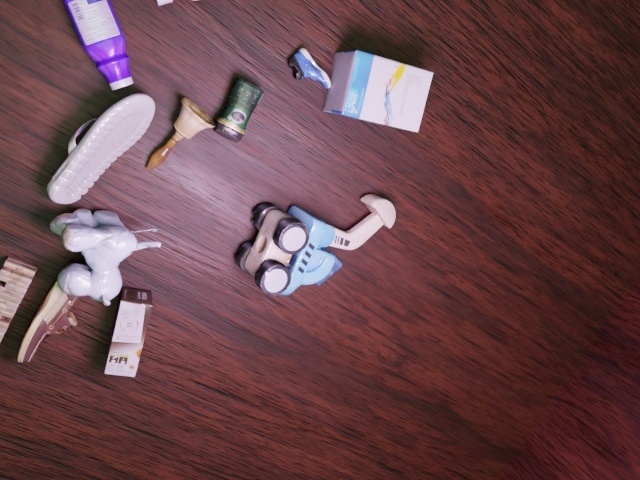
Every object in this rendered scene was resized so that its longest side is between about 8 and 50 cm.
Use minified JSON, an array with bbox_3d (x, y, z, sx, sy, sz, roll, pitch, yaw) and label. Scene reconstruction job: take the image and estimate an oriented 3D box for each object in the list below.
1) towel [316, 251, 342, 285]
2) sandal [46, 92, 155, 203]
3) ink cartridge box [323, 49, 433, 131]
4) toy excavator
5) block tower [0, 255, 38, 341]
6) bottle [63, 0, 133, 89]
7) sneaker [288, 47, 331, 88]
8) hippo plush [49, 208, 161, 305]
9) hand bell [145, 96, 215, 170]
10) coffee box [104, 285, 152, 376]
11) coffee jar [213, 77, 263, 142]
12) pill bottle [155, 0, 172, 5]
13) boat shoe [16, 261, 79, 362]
[{"bbox_3d":[0.017,0.103,2.094,0.119,0.029,0.067,-41,113,-4],"label":"towel"},{"bbox_3d":[-0.658,-0.286,1.716,0.102,0.169,0.416,43,89,16],"label":"sandal"},{"bbox_3d":[0.181,-0.475,1.889,0.270,0.198,0.197,9,102,-20],"label":"ink cartridge box"},{"bbox_3d":[0.000,0.000,1.988,0.445,0.222,0.433,20,98,-36],"label":"toy excavator"},{"bbox_3d":[-0.970,0.219,1.770,0.097,0.091,0.335,25,96,-22],"label":"block tower"},{"bbox_3d":[-0.612,-0.569,1.658,0.118,0.092,0.282,-23,111,-10],"label":"bottle"},{"bbox_3d":[-0.040,-0.526,1.876,0.084,0.058,0.152,-45,109,-8],"label":"sneaker"},{"bbox_3d":[-0.657,0.052,1.756,0.294,0.234,0.236,8,109,-25],"label":"hippo plush"},{"bbox_3d":[-0.447,-0.303,1.798,0.126,0.126,0.242,40,102,-24],"label":"hand bell"},{"bbox_3d":[-0.611,0.288,1.880,0.098,0.141,0.246,12,102,-21],"label":"coffee box"},{"bbox_3d":[-0.257,-0.402,1.831,0.096,0.079,0.184,25,96,-25],"label":"coffee jar"},{"bbox_3d":[-0.309,-0.791,1.631,0.363,0.210,0.210,-23,111,-10],"label":"pill bottle"},{"bbox_3d":[-0.809,0.238,1.816,0.123,0.123,0.342,30,88,-22],"label":"boat shoe"}]
